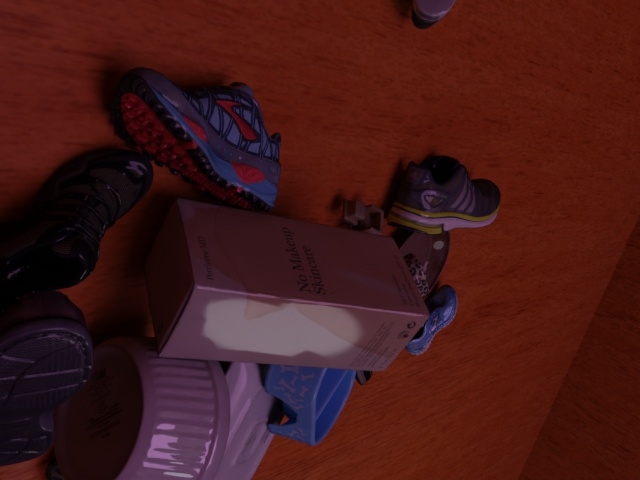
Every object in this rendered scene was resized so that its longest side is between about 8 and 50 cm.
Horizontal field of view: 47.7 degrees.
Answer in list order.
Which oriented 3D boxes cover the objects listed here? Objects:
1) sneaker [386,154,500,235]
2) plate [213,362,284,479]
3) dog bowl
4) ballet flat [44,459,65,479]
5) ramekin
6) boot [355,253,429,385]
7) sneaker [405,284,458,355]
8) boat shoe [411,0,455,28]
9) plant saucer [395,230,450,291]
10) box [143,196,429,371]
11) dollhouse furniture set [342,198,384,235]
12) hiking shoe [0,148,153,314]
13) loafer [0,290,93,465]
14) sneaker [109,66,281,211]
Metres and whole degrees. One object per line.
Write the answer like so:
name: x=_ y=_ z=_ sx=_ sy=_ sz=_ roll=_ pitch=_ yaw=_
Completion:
sneaker: x=0.237 y=-0.089 z=1.283 sx=0.300 sy=0.111 sz=0.121 roll=-14 pitch=122 yaw=-49
plate: x=-0.118 y=0.290 z=1.082 sx=0.277 sy=0.045 sz=0.278 roll=-64 pitch=163 yaw=0
dog bowl: x=-0.006 y=0.203 z=1.080 sx=0.166 sy=0.074 sz=0.297 roll=-53 pitch=159 yaw=-32
ballet flat: x=-0.307 y=0.335 z=0.937 sx=0.070 sy=0.070 sz=0.188 roll=-36 pitch=137 yaw=-32
ramekin: x=-0.213 y=0.207 z=0.833 sx=0.109 sy=0.207 sz=0.207 roll=23 pitch=96 yaw=-47
boot: x=0.109 y=0.140 z=1.261 sx=0.178 sy=0.085 sz=0.236 roll=-28 pitch=134 yaw=-12
sneaker: x=0.224 y=0.159 z=1.486 sx=0.162 sy=0.063 sz=0.073 roll=-56 pitch=143 yaw=-7
boat shoe: x=0.185 y=-0.402 z=1.020 sx=0.219 sy=0.077 sz=0.070 roll=-61 pitch=-179 yaw=-6
plant saucer: x=0.168 y=0.047 z=1.349 sx=0.198 sy=0.036 sz=0.199 roll=-32 pitch=139 yaw=-33
box: x=-0.041 y=0.061 z=0.875 sx=0.311 sy=0.148 sz=0.121 roll=9 pitch=131 yaw=-32
dollhouse furniture set: x=0.000 y=0.000 z=1.086 sx=0.182 sy=0.101 sz=0.161 roll=29 pitch=58 yaw=-44
hiking shoe: x=-0.241 y=-0.003 z=0.711 sx=0.227 sy=0.114 sz=0.086 roll=-42 pitch=143 yaw=-26
loafer: x=-0.284 y=0.118 z=0.669 sx=0.109 sy=0.095 sz=0.302 roll=-1 pitch=147 yaw=-30
sneaker: x=-0.128 y=-0.131 z=0.807 sx=0.262 sy=0.104 sz=0.125 roll=41 pitch=61 yaw=-57
